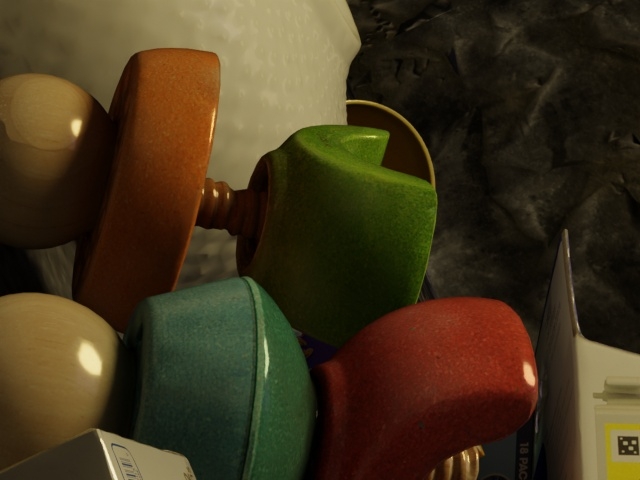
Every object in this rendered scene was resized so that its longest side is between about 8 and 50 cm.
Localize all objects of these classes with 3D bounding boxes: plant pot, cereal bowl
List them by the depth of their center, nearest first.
[{"bbox_3d":[-0.076,-0.135,0.837,0.339,0.141,0.339,63,7,-15],"label":"cereal bowl"},{"bbox_3d":[0.006,-0.040,1.309,0.134,0.134,0.095,63,-20,-16],"label":"plant pot"}]

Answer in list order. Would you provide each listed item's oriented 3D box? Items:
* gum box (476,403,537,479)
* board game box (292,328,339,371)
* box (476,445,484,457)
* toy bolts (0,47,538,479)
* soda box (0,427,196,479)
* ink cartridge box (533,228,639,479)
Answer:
[{"bbox_3d":[0.099,0.157,1.156,0.184,0.041,0.157,-149,-119,-79],"label":"gum box"},{"bbox_3d":[0.034,0.162,0.877,0.233,0.078,0.347,61,7,-31],"label":"board game box"},{"bbox_3d":[0.044,0.063,0.854,0.136,0.028,0.081,54,12,-67],"label":"box"},{"bbox_3d":[-0.052,0.056,0.548,0.228,0.158,0.218,-127,-130,-71],"label":"toy bolts"},{"bbox_3d":[-0.032,0.153,0.363,0.069,0.074,0.216,46,21,-72],"label":"soda box"},{"bbox_3d":[0.163,0.201,1.035,0.303,0.072,0.307,89,6,-60],"label":"ink cartridge box"}]
